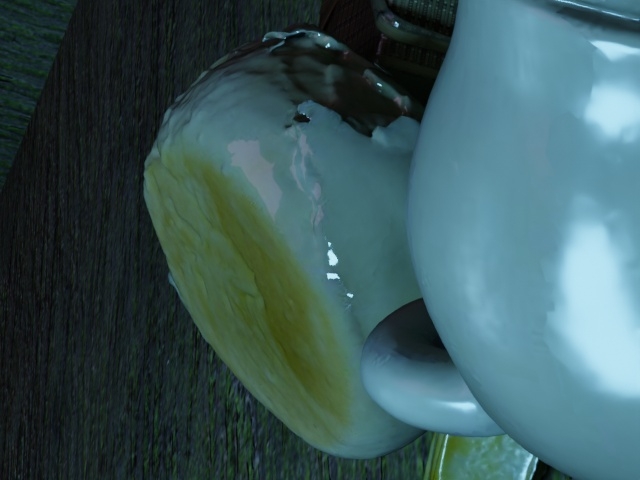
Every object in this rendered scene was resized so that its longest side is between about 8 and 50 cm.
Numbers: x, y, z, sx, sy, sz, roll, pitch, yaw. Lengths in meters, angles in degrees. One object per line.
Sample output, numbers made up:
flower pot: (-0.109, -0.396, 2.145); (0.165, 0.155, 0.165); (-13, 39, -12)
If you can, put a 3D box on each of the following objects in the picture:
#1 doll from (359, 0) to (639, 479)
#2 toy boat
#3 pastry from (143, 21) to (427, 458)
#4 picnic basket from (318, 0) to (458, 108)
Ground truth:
doll: (0.135, -0.072, 0.669); (0.215, 0.226, 0.370); (-62, -20, -60)
toy boat: (0.092, 0.106, 1.000); (0.066, 0.065, 0.172); (-57, -12, -74)
pastry: (0.001, 0.000, 1.094); (0.265, 0.133, 0.265); (46, 157, 26)
picnic basket: (0.065, -0.117, 1.156); (0.164, 0.115, 0.079); (160, 121, -69)
